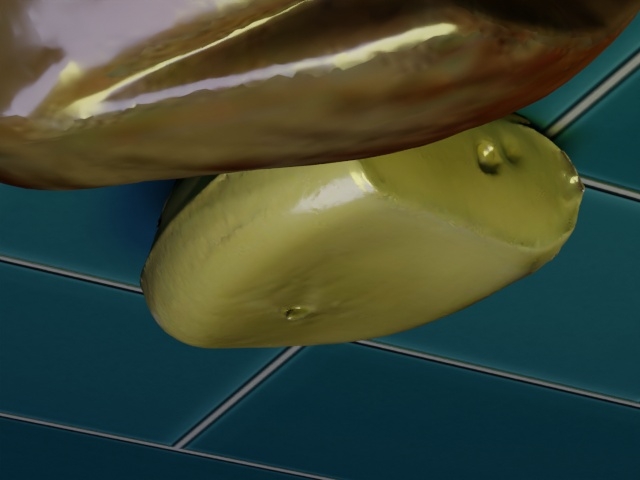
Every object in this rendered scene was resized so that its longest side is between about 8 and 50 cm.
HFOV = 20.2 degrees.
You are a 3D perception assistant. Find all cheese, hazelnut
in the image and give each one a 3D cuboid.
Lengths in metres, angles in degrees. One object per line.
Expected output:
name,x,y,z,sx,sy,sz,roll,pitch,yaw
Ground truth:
cheese,0.000,0.000,1.254,0.259,0.128,0.316,21,150,-35
hazelnut,-0.046,-0.176,0.680,0.409,0.359,0.359,2,157,37
